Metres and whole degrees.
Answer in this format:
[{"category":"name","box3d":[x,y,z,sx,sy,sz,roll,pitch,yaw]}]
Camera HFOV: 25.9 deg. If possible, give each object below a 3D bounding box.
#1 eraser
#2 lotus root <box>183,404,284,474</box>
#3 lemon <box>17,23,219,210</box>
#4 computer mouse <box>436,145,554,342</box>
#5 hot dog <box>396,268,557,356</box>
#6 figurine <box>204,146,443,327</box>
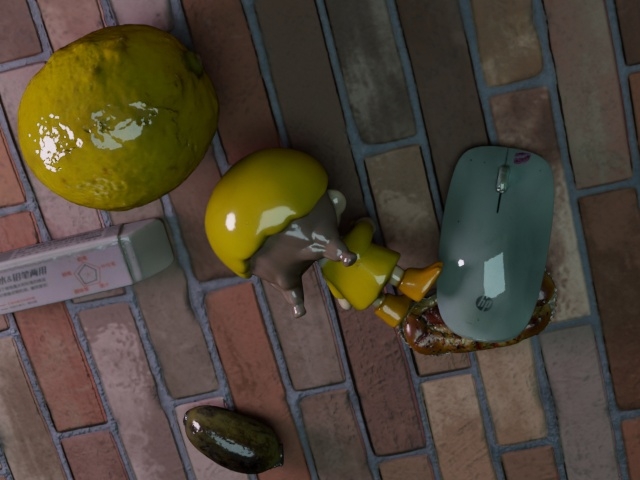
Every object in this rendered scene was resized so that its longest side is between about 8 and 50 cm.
[{"category":"eraser","box3d":[-0.403,0.047,2.136,0.351,0.061,0.089,-12,114,8]},{"category":"lotus root","box3d":[-0.140,0.323,2.239,0.179,0.080,0.089,22,113,-7]},{"category":"lemon","box3d":[-0.282,-0.166,1.935,0.284,0.260,0.260,-27,111,-2]},{"category":"computer mouse","box3d":[0.253,0.008,2.038,0.159,0.097,0.288,10,100,12]},{"category":"hot dog","box3d":[0.240,0.109,2.135,0.252,0.069,0.131,-15,106,9]},{"category":"figurine","box3d":[0.000,0.000,2.029,0.343,0.187,0.215,28,123,-8]}]
